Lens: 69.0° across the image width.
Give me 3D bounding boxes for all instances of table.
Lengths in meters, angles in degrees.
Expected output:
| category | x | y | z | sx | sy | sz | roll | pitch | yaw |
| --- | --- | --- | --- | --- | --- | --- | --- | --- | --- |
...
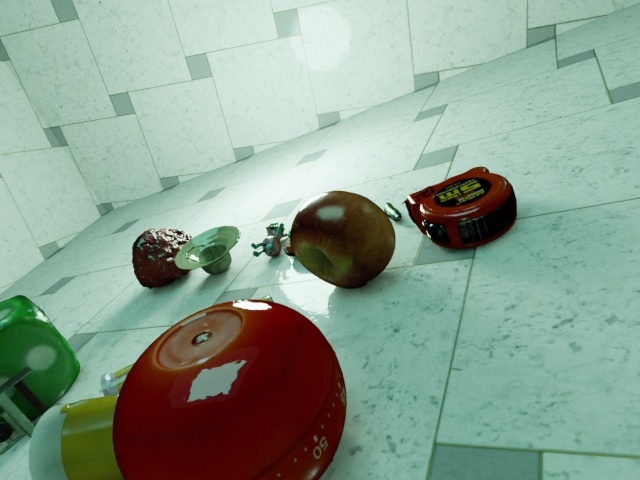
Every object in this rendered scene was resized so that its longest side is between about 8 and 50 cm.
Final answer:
| category | x | y | z | sx | sy | sz | roll | pitch | yaw |
| --- | --- | --- | --- | --- | --- | --- | --- | --- | --- |
| table | -0.797 | 0.447 | 1.216 | 0.063 | 0.146 | 0.175 | -2 | 33 | 44 |

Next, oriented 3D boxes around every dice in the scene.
| category | x | y | z | sx | sy | sz | roll | pitch | yaw |
| --- | --- | --- | --- | --- | --- | --- | --- | --- | --- |
| dice | -0.911 | 0.354 | 1.352 | 0.297 | 0.287 | 0.300 | -1 | 34 | 45 |

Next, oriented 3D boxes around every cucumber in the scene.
| category | x | y | z | sx | sy | sz | roll | pitch | yaw |
| --- | --- | --- | --- | --- | --- | --- | --- | --- | --- |
| cucumber | 0.224 | -0.084 | 1.443 | 0.037 | 0.037 | 0.155 | -25 | 22 | 1 |

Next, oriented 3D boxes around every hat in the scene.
| category | x | y | z | sx | sy | sz | roll | pitch | yaw |
| --- | --- | --- | --- | --- | --- | --- | --- | --- | --- |
| hat | -0.376 | 0.059 | 1.656 | 0.252 | 0.110 | 0.252 | -16 | 32 | 10 |

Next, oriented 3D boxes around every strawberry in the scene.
| category | x | y | z | sx | sy | sz | roll | pitch | yaw |
| --- | --- | --- | --- | --- | --- | --- | --- | --- | --- |
| strawberry | -0.596 | 0.050 | 1.763 | 0.274 | 0.220 | 0.274 | -23 | 26 | 12 |

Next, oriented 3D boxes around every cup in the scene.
| category | x | y | z | sx | sy | sz | roll | pitch | yaw |
| --- | --- | --- | --- | --- | --- | --- | --- | --- | --- |
| cup | -0.410 | 0.395 | 0.940 | 0.226 | 0.185 | 0.241 | -17 | -7 | 8 |

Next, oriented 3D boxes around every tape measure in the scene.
| category | x | y | z | sx | sy | sz | roll | pitch | yaw |
| --- | --- | --- | --- | --- | --- | --- | --- | --- | --- |
| tape measure | 0.365 | -0.078 | 1.196 | 0.253 | 0.114 | 0.260 | -24 | 27 | 4 |

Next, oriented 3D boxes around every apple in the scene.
| category | x | y | z | sx | sy | sz | roll | pitch | yaw |
| --- | --- | --- | --- | --- | --- | --- | --- | --- | --- |
| apple | 0.055 | -0.011 | 1.189 | 0.206 | 0.251 | 0.272 | -50 | 19 | -28 |

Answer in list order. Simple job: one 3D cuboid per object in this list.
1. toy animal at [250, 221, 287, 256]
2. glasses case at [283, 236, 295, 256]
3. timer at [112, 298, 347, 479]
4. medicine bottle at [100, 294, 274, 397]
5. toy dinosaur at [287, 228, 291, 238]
| category | x | y | z | sx | sy | sz | roll | pitch | yaw |
| --- | --- | --- | --- | --- | --- | --- | --- | --- | --- |
| toy animal | -0.165 | -0.008 | 1.596 | 0.103 | 0.100 | 0.208 | -63 | -4 | 25 |
| glasses case | 0.000 | 0.000 | 1.453 | 0.267 | 0.067 | 0.103 | -10 | 29 | 34 |
| timer | -0.147 | 0.267 | 0.779 | 0.378 | 0.279 | 0.378 | -19 | 23 | 8 |
| medicine bottle | -0.294 | 0.263 | 1.115 | 0.426 | 0.108 | 0.108 | -27 | 23 | -12 |
| toy dinosaur | -0.075 | -0.053 | 1.666 | 0.096 | 0.059 | 0.132 | -29 | 23 | 21 |
